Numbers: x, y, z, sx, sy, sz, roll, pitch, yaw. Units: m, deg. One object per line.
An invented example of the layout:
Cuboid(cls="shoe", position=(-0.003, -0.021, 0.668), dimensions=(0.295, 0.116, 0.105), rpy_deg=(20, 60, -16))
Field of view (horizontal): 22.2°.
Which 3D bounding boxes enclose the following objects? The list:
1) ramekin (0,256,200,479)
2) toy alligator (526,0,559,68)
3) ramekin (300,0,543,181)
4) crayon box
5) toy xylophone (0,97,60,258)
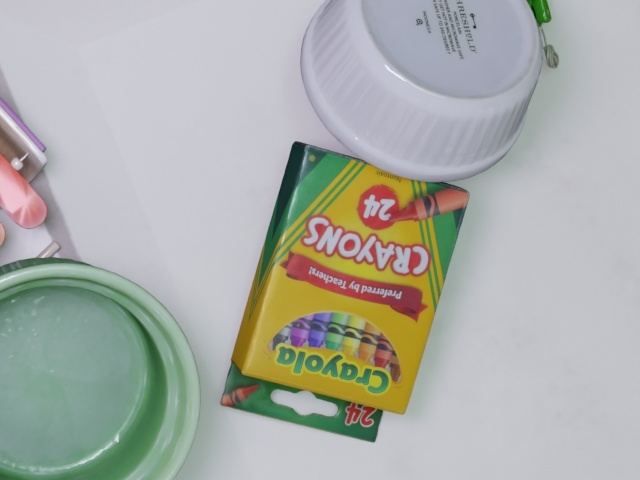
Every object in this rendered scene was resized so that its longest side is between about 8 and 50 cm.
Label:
Cuboid(cls="ramekin", position=(-0.292, 0.161, 1.771), dimensions=(0.303, 0.148, 0.303), rpy_deg=(-3, 101, -15))
Cuboid(cls="toy alligator", position=(0.244, -0.294, 1.941), dimensions=(0.051, 0.056, 0.190), rpy_deg=(-8, 91, 33))
Cuboid(cls="ramekin", position=(0.122, -0.210, 1.825), dimensions=(0.272, 0.127, 0.273), rpy_deg=(8, 60, -14))
Cuboid(cls="crayon box", position=(0.027, 0.067, 1.857), dimensions=(0.202, 0.081, 0.319), rpy_deg=(15, 94, -14))
Cuboid(cls="toy xylophone", position=(-0.430, -0.011, 1.815), dimensions=(0.236, 0.081, 0.323), rpy_deg=(40, 84, -6))
